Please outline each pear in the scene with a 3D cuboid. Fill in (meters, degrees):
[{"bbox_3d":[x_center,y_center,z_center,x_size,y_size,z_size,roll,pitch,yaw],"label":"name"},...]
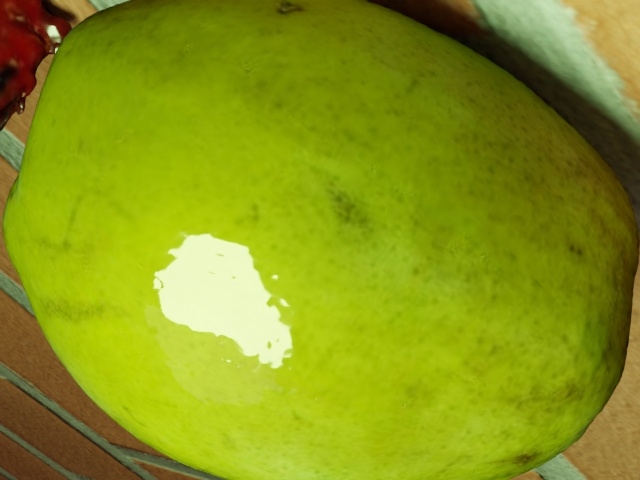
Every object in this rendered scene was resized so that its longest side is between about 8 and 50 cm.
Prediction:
[{"bbox_3d":[0.000,0.000,0.802,0.307,0.252,0.253,15,160,-2],"label":"pear"}]

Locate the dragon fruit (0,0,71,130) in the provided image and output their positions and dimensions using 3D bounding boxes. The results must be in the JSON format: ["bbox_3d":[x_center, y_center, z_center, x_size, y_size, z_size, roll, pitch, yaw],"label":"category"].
[{"bbox_3d":[-0.362,-0.085,1.017,0.228,0.286,0.329,34,167,-31],"label":"dragon fruit"}]
